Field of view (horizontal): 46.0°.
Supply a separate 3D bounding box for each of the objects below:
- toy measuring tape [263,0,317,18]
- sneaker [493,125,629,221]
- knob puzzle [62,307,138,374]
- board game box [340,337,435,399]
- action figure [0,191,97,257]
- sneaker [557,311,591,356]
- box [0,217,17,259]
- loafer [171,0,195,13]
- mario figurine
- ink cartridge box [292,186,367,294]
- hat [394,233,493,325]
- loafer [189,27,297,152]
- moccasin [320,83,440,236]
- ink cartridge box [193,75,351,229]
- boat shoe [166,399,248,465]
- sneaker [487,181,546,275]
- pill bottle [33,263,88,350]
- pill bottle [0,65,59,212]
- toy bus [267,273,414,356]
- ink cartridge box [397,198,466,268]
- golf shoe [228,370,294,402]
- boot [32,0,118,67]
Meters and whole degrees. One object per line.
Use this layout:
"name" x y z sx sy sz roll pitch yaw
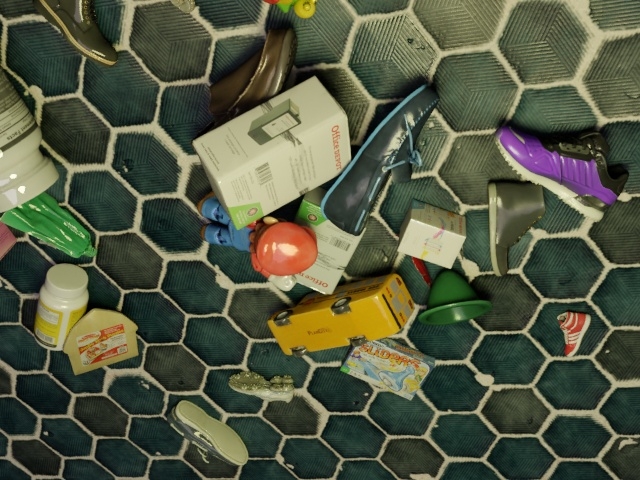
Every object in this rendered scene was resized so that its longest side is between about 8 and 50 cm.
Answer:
"toy measuring tape" -0.112 -0.531 1.344 0.121 0.121 0.330 -30 120 26
"sneaker" 0.485 -0.170 1.494 0.293 0.102 0.146 30 119 -14
"knob puzzle" -0.569 0.245 1.948 0.213 0.030 0.213 -17 131 -21
"board game box" 0.167 0.310 1.892 0.201 0.035 0.136 23 124 -4
"action figure" -0.631 -0.029 1.793 0.232 0.137 0.063 39 145 -24
"sneaker" 0.573 0.215 1.750 0.067 0.042 0.119 13 116 -2
"box" -0.910 -0.035 1.828 0.213 0.117 0.243 -18 118 21
"loafer" -0.290 -0.494 1.461 0.045 0.039 0.125 -22 116 22
"mario figurine" -0.117 -0.017 1.634 0.320 0.170 0.198 23 160 40
"ink cartridge box" 0.000 0.000 1.694 0.153 0.087 0.208 24 123 -4
"hat" 0.289 0.082 1.732 0.172 0.184 0.208 -14 159 12
"loafer" -0.166 -0.279 1.518 0.130 0.134 0.366 29 123 -9
"moccasin" 0.141 -0.155 1.527 0.117 0.137 0.342 42 117 10
"ink cartridge box" -0.086 -0.167 1.473 0.272 0.115 0.198 -30 155 -10
"boat shoe" -0.316 0.550 2.103 0.254 0.095 0.079 38 120 -12
"sneaker" 0.419 -0.020 1.604 0.118 0.083 0.222 -3 121 12
"pill bottle" -0.653 0.168 1.907 0.119 0.119 0.209 21 124 -3
"pill bottle" -0.728 -0.252 1.598 0.210 0.210 0.363 -15 118 19
"toy bus" 0.039 0.174 1.741 0.332 0.130 0.108 -16 110 38
"ink cartridge box" 0.250 -0.012 1.637 0.143 0.092 0.090 18 124 -2
"golf shoe" -0.156 0.398 1.995 0.176 0.069 0.086 6 129 8
"boot" -0.459 -0.456 1.502 0.198 0.077 0.137 41 115 -17
